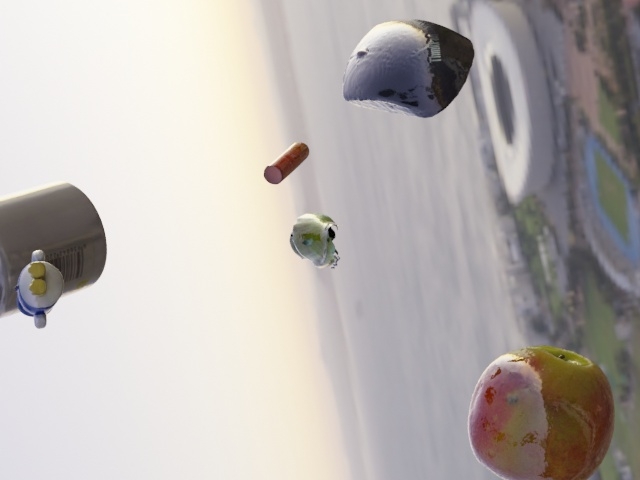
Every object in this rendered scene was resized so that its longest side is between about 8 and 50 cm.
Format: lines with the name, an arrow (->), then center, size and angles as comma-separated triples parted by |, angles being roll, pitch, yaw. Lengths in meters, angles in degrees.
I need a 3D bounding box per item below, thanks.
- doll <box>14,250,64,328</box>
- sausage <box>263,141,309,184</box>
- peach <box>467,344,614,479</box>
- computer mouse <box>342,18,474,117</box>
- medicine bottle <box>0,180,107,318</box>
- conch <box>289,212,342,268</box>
doll -> -0.347, 0.064, 1.533 | 0.143, 0.058, 0.098 | 133, 134, -70
sausage -> -0.049, -0.127, 1.976 | 0.129, 0.034, 0.034 | -47, -49, -56
peach -> 0.344, 0.278, 1.946 | 0.231, 0.231, 0.230 | 168, 90, -88
computer mouse -> 0.143, -0.313, 2.207 | 0.100, 0.170, 0.269 | 38, 165, -37
medicine bottle -> -0.562, 0.029, 2.160 | 0.208, 0.340, 0.208 | 16, 114, 38
conch -> -0.004, 0.000, 2.145 | 0.201, 0.080, 0.094 | -147, 38, -68
